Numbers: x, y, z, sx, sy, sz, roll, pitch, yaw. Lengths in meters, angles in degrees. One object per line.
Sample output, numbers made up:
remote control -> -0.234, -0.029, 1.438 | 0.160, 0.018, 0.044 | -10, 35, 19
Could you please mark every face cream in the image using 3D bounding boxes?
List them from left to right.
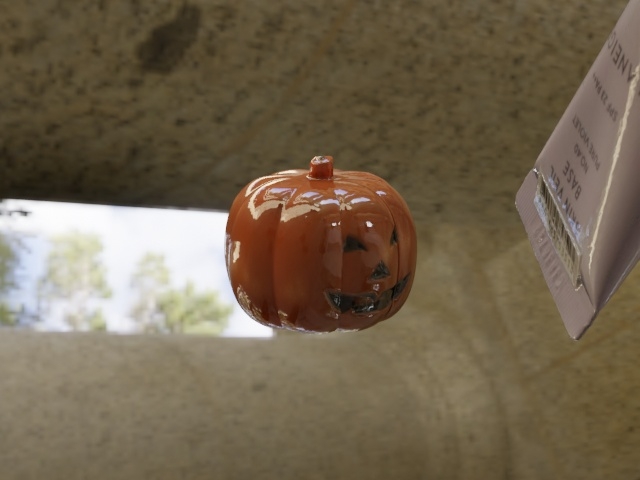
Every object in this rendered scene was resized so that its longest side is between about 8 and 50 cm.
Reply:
face cream -> 0.207, -0.082, 1.028 | 0.274, 0.096, 0.154 | -60, -150, 31

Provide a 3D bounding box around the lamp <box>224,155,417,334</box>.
lamp -> 0.000, 0.000, 1.553 | 0.187, 0.187, 0.164 | 15, -71, 41
